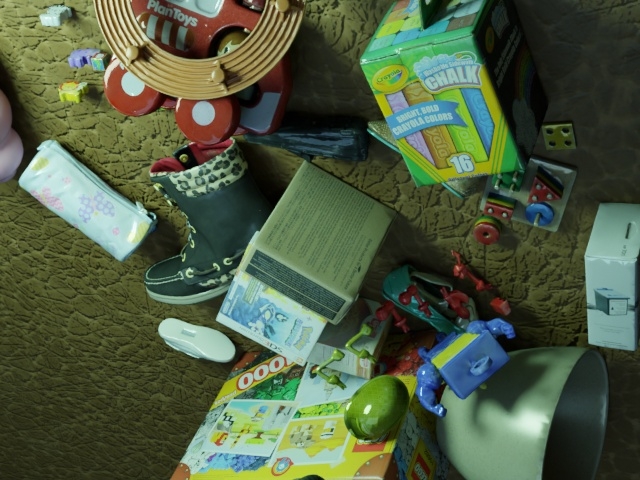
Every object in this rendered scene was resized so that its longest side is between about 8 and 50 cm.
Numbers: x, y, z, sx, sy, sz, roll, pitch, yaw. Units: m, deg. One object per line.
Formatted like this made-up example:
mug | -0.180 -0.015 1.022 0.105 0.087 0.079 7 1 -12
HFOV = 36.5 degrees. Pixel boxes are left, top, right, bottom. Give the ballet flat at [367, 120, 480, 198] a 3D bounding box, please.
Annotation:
ballet flat | 0.173 -0.149 1.561 0.206 0.073 0.067 33 109 -8

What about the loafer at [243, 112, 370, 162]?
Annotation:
loafer | -0.026 -0.167 1.624 0.223 0.076 0.078 5 124 18

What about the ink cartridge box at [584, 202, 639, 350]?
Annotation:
ink cartridge box | 0.472 0.056 1.533 0.082 0.140 0.191 5 131 26

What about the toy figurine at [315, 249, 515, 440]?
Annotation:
toy figurine | 0.195 0.192 1.608 0.191 0.362 0.217 57 167 -14

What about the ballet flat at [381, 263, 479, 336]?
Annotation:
ballet flat | 0.229 0.126 1.768 0.247 0.083 0.087 34 122 -8

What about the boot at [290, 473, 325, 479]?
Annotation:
boot | -0.001 0.506 1.709 0.246 0.083 0.161 50 139 -12

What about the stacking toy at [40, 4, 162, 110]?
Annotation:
stacking toy | -0.370 -0.316 1.681 0.221 0.052 0.167 7 129 14

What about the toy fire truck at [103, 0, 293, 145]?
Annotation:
toy fire truck | -0.183 -0.299 1.519 0.302 0.169 0.254 22 107 10

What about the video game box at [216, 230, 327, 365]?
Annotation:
video game box | -0.071 0.108 1.740 0.187 0.048 0.205 26 126 1

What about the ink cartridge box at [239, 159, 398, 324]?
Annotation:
ink cartridge box | 0.000 0.000 1.652 0.193 0.235 0.088 31 137 -1

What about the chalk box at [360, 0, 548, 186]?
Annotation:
chalk box | 0.182 -0.250 1.371 0.179 0.180 0.289 -8 124 32

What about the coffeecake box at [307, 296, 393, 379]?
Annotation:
coffeecake box | 0.031 0.171 1.860 0.185 0.142 0.068 15 134 14

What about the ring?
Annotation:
ring | -0.182 -0.375 1.412 0.336 0.032 0.337 2 97 13

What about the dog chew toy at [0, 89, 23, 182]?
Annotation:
dog chew toy | -0.676 -0.239 1.808 0.206 0.207 0.332 0 137 27

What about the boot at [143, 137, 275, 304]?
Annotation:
boot | -0.227 -0.031 1.809 0.377 0.138 0.284 -9 124 34

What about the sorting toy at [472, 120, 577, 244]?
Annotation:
sorting toy | 0.329 -0.079 1.549 0.132 0.046 0.274 17 135 11

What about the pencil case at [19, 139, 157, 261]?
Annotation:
pencil case | -0.452 -0.077 1.897 0.273 0.113 0.124 37 138 -8

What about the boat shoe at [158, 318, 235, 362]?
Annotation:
boat shoe | -0.269 0.229 2.128 0.184 0.066 0.063 13 149 12

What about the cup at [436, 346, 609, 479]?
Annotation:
cup | 0.350 0.332 1.742 0.237 0.331 0.331 11 135 33

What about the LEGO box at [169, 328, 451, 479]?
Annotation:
LEGO box | 0.006 0.392 1.913 0.500 0.372 0.193 -12 123 34
